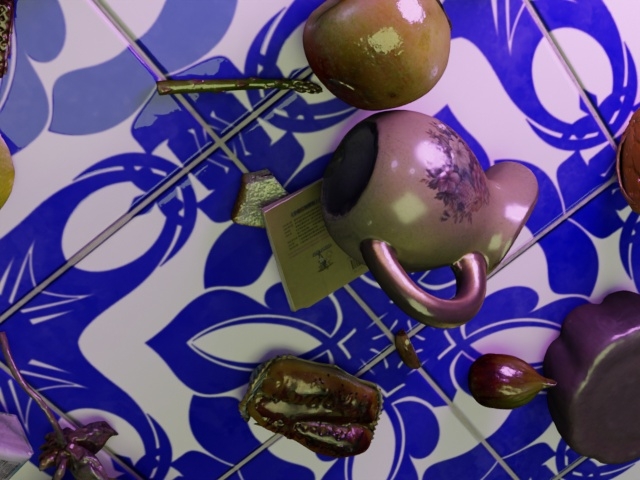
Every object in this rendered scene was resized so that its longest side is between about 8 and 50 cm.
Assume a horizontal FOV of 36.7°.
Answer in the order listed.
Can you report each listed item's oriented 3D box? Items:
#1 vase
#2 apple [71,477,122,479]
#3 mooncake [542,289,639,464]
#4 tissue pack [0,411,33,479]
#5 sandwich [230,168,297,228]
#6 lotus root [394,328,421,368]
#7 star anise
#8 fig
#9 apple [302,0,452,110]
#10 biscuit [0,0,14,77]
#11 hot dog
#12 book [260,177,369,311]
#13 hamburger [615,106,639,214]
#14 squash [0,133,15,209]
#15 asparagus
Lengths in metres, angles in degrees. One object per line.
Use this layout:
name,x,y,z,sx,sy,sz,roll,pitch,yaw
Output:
vase,0.164,-0.017,1.437,0.302,0.329,0.241,21,142,-25
apple,-0.367,0.523,1.598,0.279,0.279,0.279,-6,117,-12
mooncake,0.545,0.246,1.754,0.306,0.154,0.306,-6,117,-11
tissue pack,-0.600,0.348,1.517,0.229,0.145,0.159,-45,141,12
sandwich,-0.081,-0.061,1.506,0.105,0.036,0.093,15,110,-22
lotus root,0.152,0.197,1.692,0.030,0.037,0.083,-27,119,3
star anise,-0.412,0.266,1.541,0.148,0.218,0.227,-41,147,-41
fig,0.340,0.251,1.714,0.155,0.109,0.103,-2,114,8
apple,0.086,-0.278,1.377,0.207,0.174,0.188,-28,118,18
biscuit,-0.531,-0.291,1.257,0.252,0.070,0.106,10,111,-18
hot dog,-0.011,0.288,1.670,0.270,0.082,0.162,24,106,-23
book,0.000,0.000,1.537,0.168,0.013,0.192,-29,121,-25
hamburger,0.567,-0.128,1.550,0.108,0.214,0.213,0,115,-19
squash,-0.585,-0.089,1.304,0.210,0.309,0.233,7,106,30
asparagus,-0.117,-0.227,1.423,0.248,0.024,0.025,-3,159,-14
